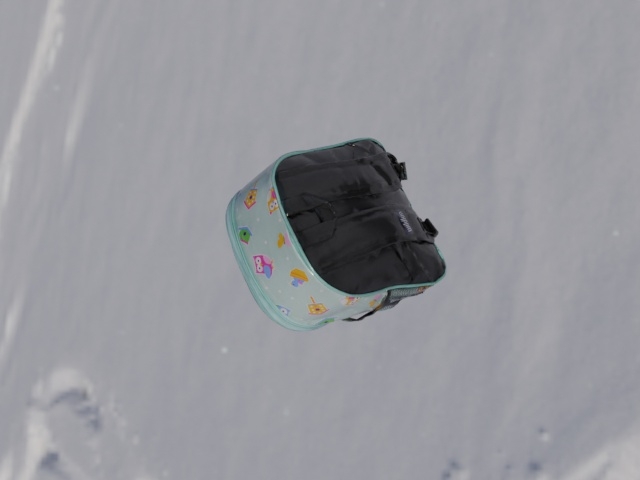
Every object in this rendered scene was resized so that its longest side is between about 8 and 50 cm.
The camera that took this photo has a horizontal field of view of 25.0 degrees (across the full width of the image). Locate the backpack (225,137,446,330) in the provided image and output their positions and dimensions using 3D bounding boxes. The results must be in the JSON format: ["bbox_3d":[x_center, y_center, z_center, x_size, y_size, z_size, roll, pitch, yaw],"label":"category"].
[{"bbox_3d":[0.000,0.000,1.324,0.144,0.188,0.166,-29,80,32],"label":"backpack"}]
